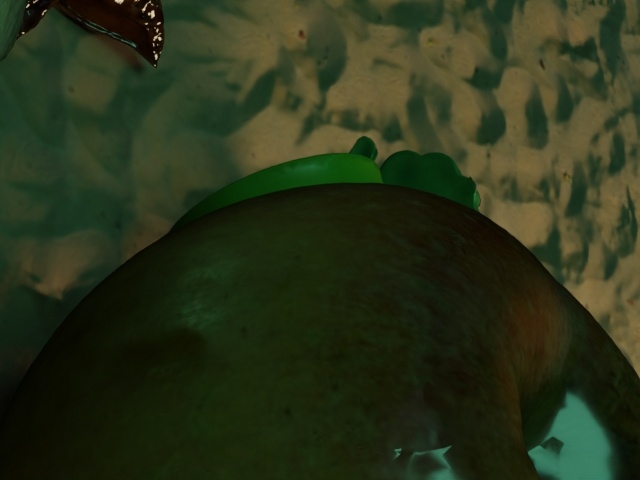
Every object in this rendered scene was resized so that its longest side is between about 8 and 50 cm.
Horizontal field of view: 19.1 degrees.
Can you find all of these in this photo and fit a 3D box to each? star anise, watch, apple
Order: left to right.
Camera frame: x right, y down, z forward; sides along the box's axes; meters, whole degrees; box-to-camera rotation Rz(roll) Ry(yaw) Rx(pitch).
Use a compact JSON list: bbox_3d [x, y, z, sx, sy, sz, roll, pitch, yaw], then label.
[{"bbox_3d":[-0.120,-0.178,1.033,0.140,0.144,0.158,-19,87,-59],"label":"star anise"},{"bbox_3d":[-0.001,0.155,0.897,0.338,0.305,0.338,37,39,-37],"label":"apple"},{"bbox_3d":[0.000,0.000,1.067,0.152,0.165,0.131,26,41,-62],"label":"watch"}]

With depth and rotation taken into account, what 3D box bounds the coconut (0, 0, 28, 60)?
[{"bbox_3d":[-0.243,-0.179,0.799,0.329,0.329,0.329,23,57,-41],"label":"coconut"}]
